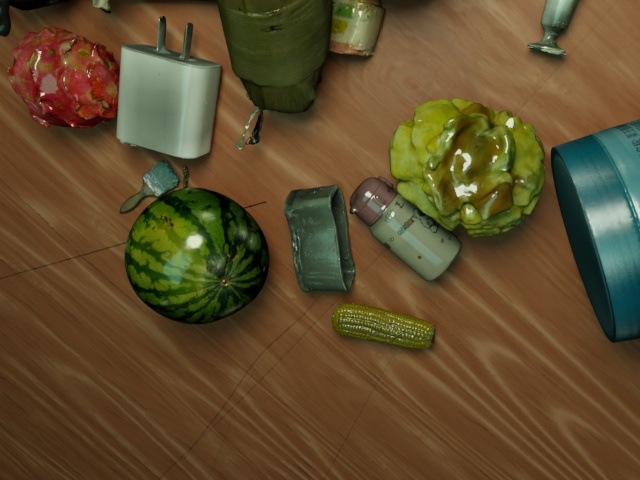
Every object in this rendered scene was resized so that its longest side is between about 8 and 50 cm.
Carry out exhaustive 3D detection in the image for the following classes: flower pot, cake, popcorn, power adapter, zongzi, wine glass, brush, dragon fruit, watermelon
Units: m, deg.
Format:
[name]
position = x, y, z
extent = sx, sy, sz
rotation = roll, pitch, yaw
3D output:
[flower pot]
position = 0.000, 0.000, 1.075
extent = 0.108, 0.103, 0.229
rotation = -4, 109, 19
[cake]
position = -0.003, -0.410, 0.929
extent = 0.226, 0.090, 0.109
rotation = 18, 119, 10
[popcorn]
position = 0.254, -0.125, 0.887
extent = 0.258, 0.270, 0.224
rotation = 6, 126, -35
[power adapter]
position = -0.306, -0.314, 1.033
extent = 0.187, 0.124, 0.255
rotation = 17, 113, 8
[zongzi]
position = -0.059, -0.416, 0.889
extent = 0.182, 0.418, 0.447
rotation = 7, 153, 4
[wine glass]
position = 0.396, -0.388, 0.832
extent = 0.072, 0.072, 0.155
rotation = 15, 114, 10
[brush]
position = -0.413, -0.114, 1.198
extent = 0.196, 0.021, 0.070
rotation = -31, 100, 26
[dragon fruit]
position = -0.534, -0.336, 1.051
extent = 0.268, 0.205, 0.210
rotation = 31, 80, 27
[watermelon]
position = -0.257, 0.031, 1.063
extent = 0.285, 0.285, 0.285
rotation = 6, 112, 14

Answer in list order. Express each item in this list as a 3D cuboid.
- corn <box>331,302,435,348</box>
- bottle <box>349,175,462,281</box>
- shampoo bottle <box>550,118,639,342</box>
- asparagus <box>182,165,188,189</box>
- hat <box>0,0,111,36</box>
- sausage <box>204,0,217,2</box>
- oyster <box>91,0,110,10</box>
[corn]
position = 0.137, 0.189, 1.122
extent = 0.231, 0.080, 0.080
rotation = 10, 113, 13
[bottle]
position = 0.162, -0.030, 1.014
extent = 0.233, 0.110, 0.110
rotation = 41, 116, -1
[shampoo bottle]
position = 0.574, -0.042, 0.770
extent = 0.343, 0.331, 0.331
rotation = -17, 105, 20
[asparagus]
position = -0.315, -0.117, 1.169
extent = 0.014, 0.015, 0.114
rotation = 33, 119, 40
[hat]
position = -0.574, -0.508, 0.983
extent = 0.336, 0.238, 0.208
rotation = 8, 116, 29
[sausage]
position = -0.250, -0.504, 0.958
extent = 0.331, 0.102, 0.102
rotation = 9, 112, 14
[oyster]
position = -0.337, -0.568, 0.870
extent = 0.271, 0.100, 0.275
rotation = -29, 66, 35
